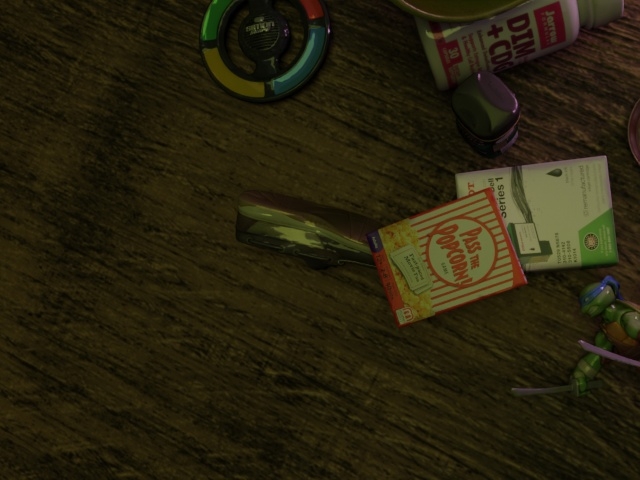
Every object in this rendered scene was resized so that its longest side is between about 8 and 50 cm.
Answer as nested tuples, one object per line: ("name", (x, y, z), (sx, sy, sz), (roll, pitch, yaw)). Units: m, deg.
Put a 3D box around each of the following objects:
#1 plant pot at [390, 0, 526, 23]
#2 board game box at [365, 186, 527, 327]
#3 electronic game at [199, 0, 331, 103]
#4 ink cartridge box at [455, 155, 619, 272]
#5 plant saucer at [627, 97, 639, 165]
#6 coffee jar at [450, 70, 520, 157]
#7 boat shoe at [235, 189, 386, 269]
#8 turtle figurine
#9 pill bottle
("plant pot", (0.149, -0.538, 1.034), (0.366, 0.366, 0.353), (-35, 47, 9))
("board game box", (0.180, 0.026, 1.123), (0.193, 0.045, 0.147), (-22, 82, 14))
("electronic game", (-0.094, -0.343, 1.304), (0.229, 0.048, 0.229), (-1, 86, 14))
("ink cartridge box", (0.316, -0.030, 1.162), (0.219, 0.092, 0.160), (-7, 85, 13))
("plant saucer", (0.541, -0.160, 1.153), (0.168, 0.029, 0.169), (-1, 85, 13))
("coffee jar", (0.242, -0.182, 1.143), (0.079, 0.184, 0.096), (-41, 78, 7))
("boat shoe", (0.000, 0.000, 1.237), (0.285, 0.103, 0.092), (17, 115, 2))
("turtle figurine", (0.431, 0.203, 1.072), (0.266, 0.274, 0.198), (40, 130, 9))
("pill bottle", (0.285, -0.343, 1.157), (0.283, 0.160, 0.160), (-19, 82, 11))
